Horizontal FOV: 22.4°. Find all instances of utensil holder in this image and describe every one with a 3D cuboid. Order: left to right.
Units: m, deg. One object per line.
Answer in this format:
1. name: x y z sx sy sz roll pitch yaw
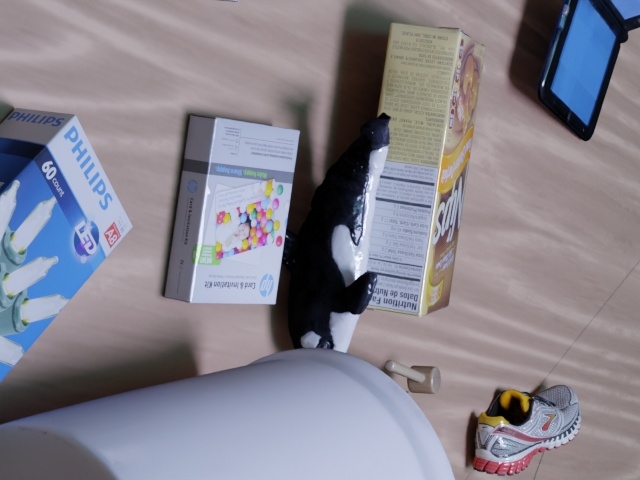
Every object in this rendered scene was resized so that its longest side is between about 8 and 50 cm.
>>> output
1. utensil holder: -0.112 0.279 1.452 0.385 0.327 0.328 -5 103 -52

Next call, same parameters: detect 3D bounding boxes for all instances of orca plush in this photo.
1. orca plush: 0.000 0.000 1.723 0.102 0.151 0.287 7 123 -18

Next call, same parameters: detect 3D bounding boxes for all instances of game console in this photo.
1. game console: 0.424 -0.272 2.173 0.293 0.250 0.173 21 55 -67

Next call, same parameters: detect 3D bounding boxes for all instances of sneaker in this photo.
1. sneaker: 0.289 0.243 2.219 0.225 0.088 0.093 -25 117 -50

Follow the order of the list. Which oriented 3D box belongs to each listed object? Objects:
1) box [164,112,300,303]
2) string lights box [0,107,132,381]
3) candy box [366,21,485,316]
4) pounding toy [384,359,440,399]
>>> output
1. box: -0.088 -0.029 1.648 0.145 0.038 0.186 5 96 -55
2. string lights box: -0.280 0.022 1.350 0.260 0.076 0.133 -53 136 -33
3. candy box: 0.113 -0.079 1.836 0.183 0.087 0.316 -6 104 -75
4. pounding toy: 0.065 0.216 1.894 0.206 0.094 0.181 -52 133 -48
